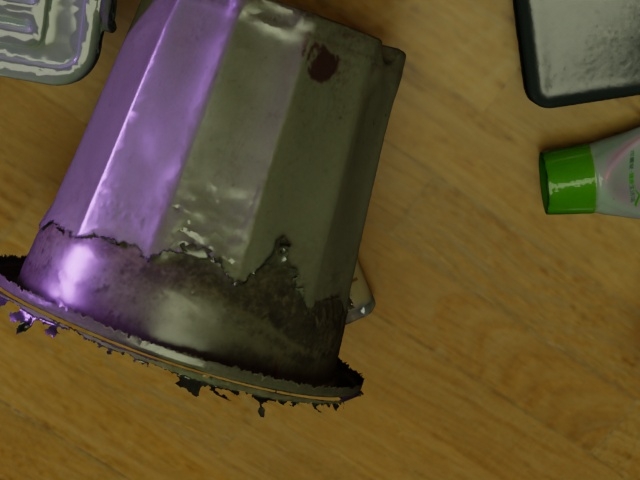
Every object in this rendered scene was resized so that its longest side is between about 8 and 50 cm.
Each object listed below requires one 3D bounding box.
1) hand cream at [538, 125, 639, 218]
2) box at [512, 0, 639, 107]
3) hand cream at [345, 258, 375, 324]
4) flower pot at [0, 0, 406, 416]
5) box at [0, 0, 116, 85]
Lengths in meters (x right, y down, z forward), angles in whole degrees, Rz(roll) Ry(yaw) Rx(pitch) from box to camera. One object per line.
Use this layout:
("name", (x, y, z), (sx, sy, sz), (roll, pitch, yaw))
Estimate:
("hand cream", (0.305, -0.055, 1.159), (0.275, 0.050, 0.079), (-6, 138, 1))
("box", (0.253, -0.187, 1.100), (0.230, 0.050, 0.160), (-8, 110, 6))
("hand cream", (0.000, 0.000, 1.200), (0.061, 0.039, 0.143), (-24, 103, 14))
("flower pot", (-0.068, -0.041, 1.065), (0.290, 0.290, 0.259), (19, 95, -4))
("box", (-0.249, -0.215, 1.076), (0.243, 0.135, 0.163), (10, 111, 0))
